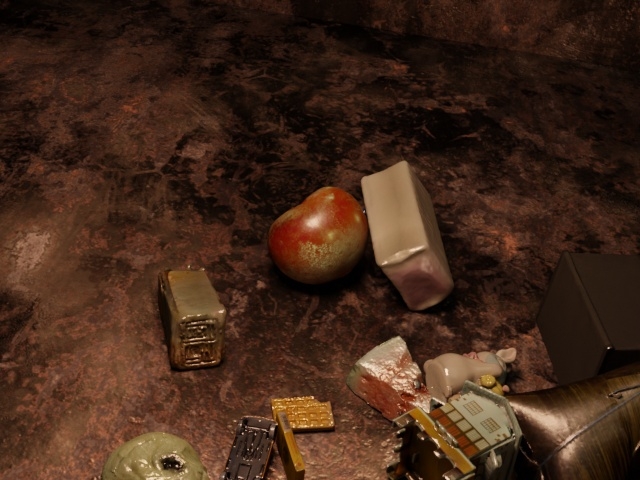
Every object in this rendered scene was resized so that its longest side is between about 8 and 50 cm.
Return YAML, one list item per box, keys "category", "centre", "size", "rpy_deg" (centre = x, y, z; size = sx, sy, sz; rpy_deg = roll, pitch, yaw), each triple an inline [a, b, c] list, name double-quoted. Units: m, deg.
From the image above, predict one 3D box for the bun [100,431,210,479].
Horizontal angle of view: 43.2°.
- category: "bun"
  centre: [-0.316, 0.456, 1.547]
  size: [0.221, 0.108, 0.221]
  rpy_deg: [4, 38, -3]

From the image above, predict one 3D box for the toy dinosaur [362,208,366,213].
- category: "toy dinosaur"
  centre: [0.220, -0.075, 2.351]
  size: [0.329, 0.076, 0.144]
  rpy_deg: [20, 47, 20]

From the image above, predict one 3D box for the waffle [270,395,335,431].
- category: "waffle"
  centre: [-0.039, 0.378, 1.764]
  size: [0.134, 0.021, 0.092]
  rpy_deg: [-2, 38, -11]

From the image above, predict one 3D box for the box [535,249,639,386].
- category: "box"
  centre: [0.674, 0.221, 1.892]
  size: [0.204, 0.251, 0.345]
  rpy_deg: [3, 38, -6]

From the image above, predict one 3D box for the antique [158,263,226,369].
- category: "antique"
  centre: [-0.313, 0.162, 1.925]
  size: [0.125, 0.150, 0.284]
  rpy_deg: [-3, 30, -19]

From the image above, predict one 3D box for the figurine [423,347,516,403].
- category: "figurine"
  centre: [0.368, 0.314, 1.831]
  size: [0.235, 0.127, 0.155]
  rpy_deg: [-5, 21, -20]

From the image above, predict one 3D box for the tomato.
- category: "tomato"
  centre: [0.000, 0.000, 2.076]
  size: [0.223, 0.270, 0.270]
  rpy_deg: [51, 47, 0]

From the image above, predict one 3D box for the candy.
- category: "candy"
  centre: [0.226, -0.018, 2.109]
  size: [0.145, 0.208, 0.359]
  rpy_deg: [-24, 43, 16]

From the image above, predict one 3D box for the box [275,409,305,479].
- category: "box"
  centre: [-0.064, 0.430, 1.639]
  size: [0.023, 0.087, 0.155]
  rpy_deg: [-4, 39, -19]

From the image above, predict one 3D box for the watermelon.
- category: "watermelon"
  centre: [0.177, 0.337, 1.813]
  size: [0.154, 0.095, 0.241]
  rpy_deg: [-25, 50, -25]

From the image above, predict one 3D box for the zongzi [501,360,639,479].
- category: "zongzi"
  centre: [0.595, 0.458, 1.579]
  size: [0.403, 0.208, 0.432]
  rpy_deg: [-18, 49, 3]

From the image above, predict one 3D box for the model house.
- category: "model house"
  centre: [0.271, 0.428, 1.595]
  size: [0.215, 0.224, 0.198]
  rpy_deg: [-19, 42, -24]

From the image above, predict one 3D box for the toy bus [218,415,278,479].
- category: "toy bus"
  centre: [-0.142, 0.446, 1.607]
  size: [0.083, 0.088, 0.195]
  rpy_deg: [8, 39, 8]
